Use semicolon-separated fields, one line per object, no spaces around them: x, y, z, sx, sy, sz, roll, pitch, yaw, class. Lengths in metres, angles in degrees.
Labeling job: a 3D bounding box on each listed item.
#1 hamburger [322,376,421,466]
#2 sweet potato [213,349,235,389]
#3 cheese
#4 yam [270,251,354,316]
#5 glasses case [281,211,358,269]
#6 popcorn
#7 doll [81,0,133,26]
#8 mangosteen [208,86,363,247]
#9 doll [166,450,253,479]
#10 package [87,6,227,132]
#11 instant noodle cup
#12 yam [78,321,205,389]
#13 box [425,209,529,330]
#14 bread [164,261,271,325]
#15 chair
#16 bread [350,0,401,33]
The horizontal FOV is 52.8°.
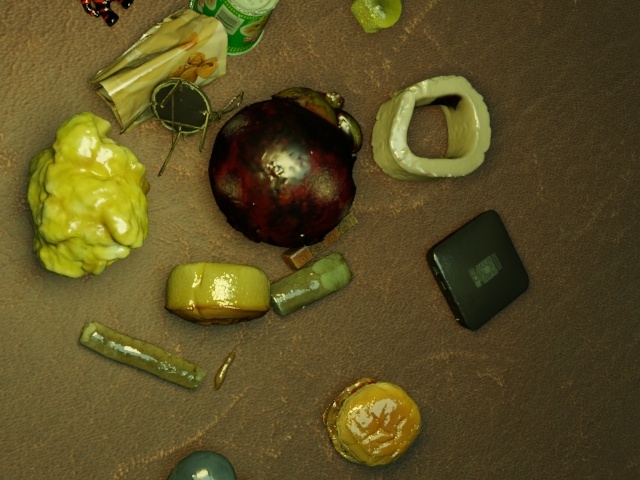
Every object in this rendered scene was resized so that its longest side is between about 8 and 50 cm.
0.143;0.502;1.775;0.244;0.163;0.244;-1;93;-23;hamburger
-0.252;0.338;1.684;0.026;0.026;0.115;30;79;-20;sweet potato
0.310;-0.316;1.852;0.332;0.153;0.292;-10;94;-24;cheese
-0.024;0.115;1.741;0.259;0.106;0.106;-26;100;-19;yam
0.000;0.000;1.762;0.218;0.075;0.049;-36;106;-19;glasses case
-0.521;-0.088;1.400;0.292;0.334;0.293;53;42;-21;popcorn
-0.564;-0.626;1.519;0.249;0.088;0.127;45;74;-20;doll
-0.085;-0.182;1.591;0.381;0.381;0.421;36;44;-19;mangosteen
-0.278;0.653;1.619;0.228;0.154;0.258;-35;96;-15;doll
-0.395;-0.429;1.540;0.311;0.221;0.165;-37;85;-14;package
-0.203;-0.589;1.591;0.207;0.232;0.207;0;90;-22;instant noodle cup
-0.435;0.285;1.585;0.317;0.067;0.071;29;66;-22;yam
0.483;0.089;1.967;0.289;0.073;0.290;-33;102;-20;box
-0.243;0.134;1.562;0.269;0.270;0.148;4;81;-23;bread
-0.315;-0.298;1.490;0.170;0.159;0.326;50;31;-26;chair
0.157;-0.652;1.805;0.111;0.114;0.129;-36;103;-20;bread
